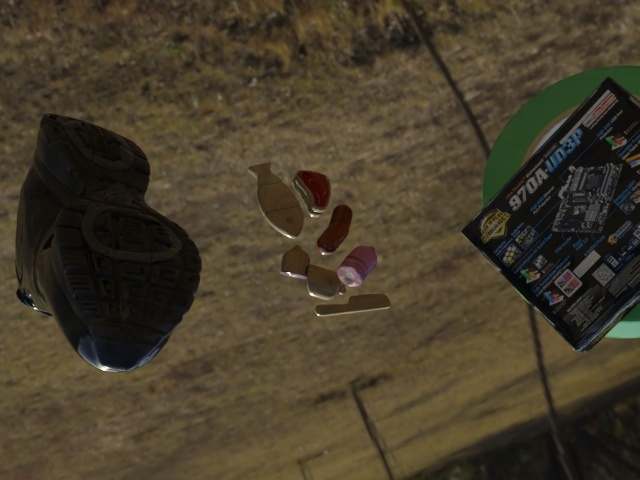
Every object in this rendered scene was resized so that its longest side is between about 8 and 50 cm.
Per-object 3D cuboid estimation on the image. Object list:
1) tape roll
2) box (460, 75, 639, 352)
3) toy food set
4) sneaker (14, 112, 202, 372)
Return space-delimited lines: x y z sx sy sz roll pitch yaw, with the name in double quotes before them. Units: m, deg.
"tape roll" 0.354 -0.048 1.216 0.321 0.321 0.077 -24 156 4
"box" 0.277 -0.024 1.031 0.220 0.175 0.051 -48 155 14
"toy food set" 0.000 0.000 0.699 0.078 0.122 0.019 -4 148 -29
"sneaker" -0.170 0.018 0.762 0.109 0.286 0.130 19 112 -27
